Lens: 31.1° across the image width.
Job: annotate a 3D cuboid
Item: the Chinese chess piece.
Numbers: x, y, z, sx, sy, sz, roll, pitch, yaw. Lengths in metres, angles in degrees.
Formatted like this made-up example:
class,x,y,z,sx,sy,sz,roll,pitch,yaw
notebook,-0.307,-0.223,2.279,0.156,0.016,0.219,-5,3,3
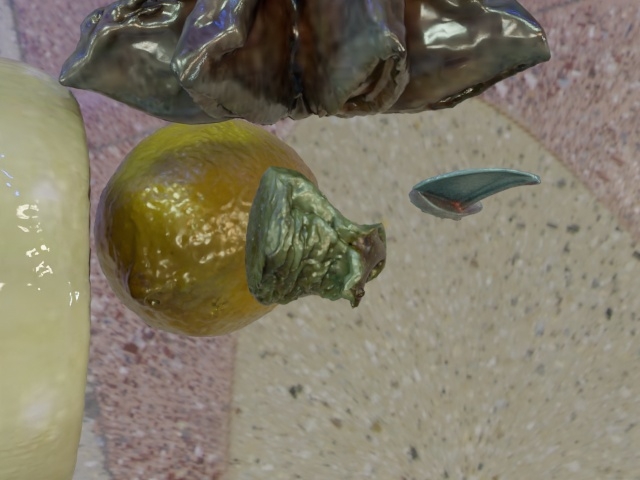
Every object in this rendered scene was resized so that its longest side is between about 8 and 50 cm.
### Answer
class,x,y,z,sx,sy,sz,roll,pitch,yaw
Chinese chess piece,-0.249,0.040,0.802,0.140,0.338,0.338,2,75,-19

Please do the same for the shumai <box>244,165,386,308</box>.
class,x,y,z,sx,sy,sz,roll,pitch,yaw
shumai,0.000,0.000,0.682,0.080,0.082,0.083,4,95,-17

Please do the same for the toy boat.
class,x,y,z,sx,sy,sz,roll,pitch,yaw
toy boat,0.151,-0.055,1.110,0.096,0.122,0.034,13,66,-34

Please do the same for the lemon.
class,x,y,z,sx,sy,sz,roll,pitch,yaw
lemon,-0.095,-0.012,1.009,0.188,0.256,0.188,11,117,24

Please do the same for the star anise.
class,x,y,z,sx,sy,sz,roll,pitch,yaw
star anise,-0.012,-0.137,0.766,0.331,0.332,0.118,-6,101,5
